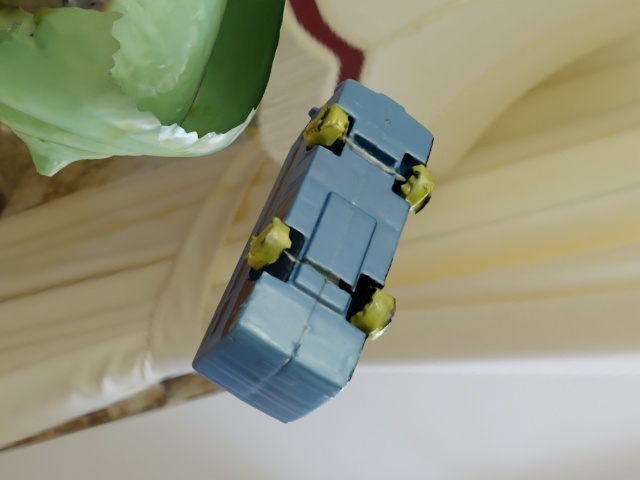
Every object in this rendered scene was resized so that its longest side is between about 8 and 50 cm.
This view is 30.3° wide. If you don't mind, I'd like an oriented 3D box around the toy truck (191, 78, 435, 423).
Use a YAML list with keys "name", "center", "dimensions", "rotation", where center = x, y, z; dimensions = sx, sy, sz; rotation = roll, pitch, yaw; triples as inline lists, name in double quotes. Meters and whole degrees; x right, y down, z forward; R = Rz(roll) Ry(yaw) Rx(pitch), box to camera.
- name: "toy truck"
  center: [0.000, 0.000, 1.279]
  dimensions: [0.161, 0.162, 0.385]
  rotation: [32, 51, -13]

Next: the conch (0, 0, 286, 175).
- name: "conch"
  center: [-0.060, -0.140, 0.376]
  dimensions: [0.143, 0.251, 0.137]
  rotation: [-8, 39, -44]
